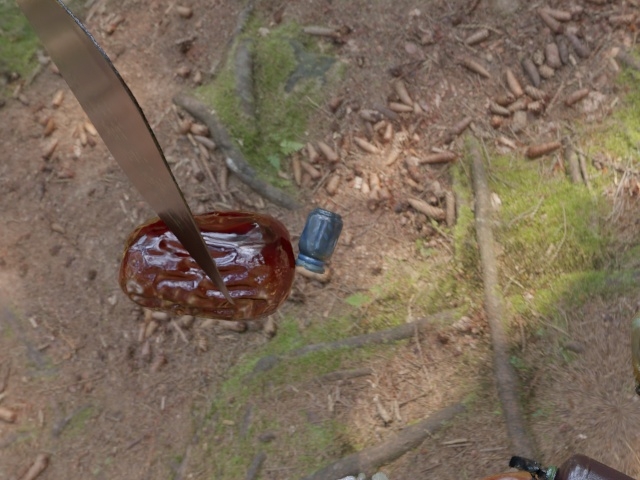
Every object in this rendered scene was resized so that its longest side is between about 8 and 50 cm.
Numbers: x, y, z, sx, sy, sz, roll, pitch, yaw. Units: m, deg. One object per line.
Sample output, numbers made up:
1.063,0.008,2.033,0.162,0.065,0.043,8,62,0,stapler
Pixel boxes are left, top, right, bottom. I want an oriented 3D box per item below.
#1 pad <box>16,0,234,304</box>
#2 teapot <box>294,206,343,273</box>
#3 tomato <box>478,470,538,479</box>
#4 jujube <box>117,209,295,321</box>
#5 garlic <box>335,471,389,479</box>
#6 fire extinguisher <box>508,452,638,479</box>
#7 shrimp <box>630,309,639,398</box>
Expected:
-0.124,-0.063,0.371,0.004,0.267,0.181,-38,66,-15,pad
-0.004,-0.001,0.788,0.049,0.063,0.083,19,96,-11,teapot
0.189,0.264,0.525,0.159,0.091,0.139,38,125,12,tomato
-0.145,0.031,0.786,0.230,0.155,0.155,6,74,-16,jujube
-0.014,0.222,0.249,0.292,0.210,0.237,-29,62,-34,garlic
0.197,0.173,0.369,0.157,0.078,0.045,20,83,26,fire extinguisher
0.413,0.152,0.732,0.042,0.190,0.101,-22,103,37,shrimp
